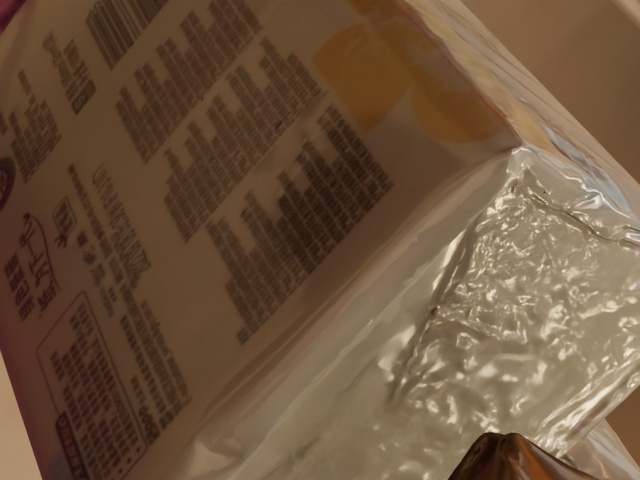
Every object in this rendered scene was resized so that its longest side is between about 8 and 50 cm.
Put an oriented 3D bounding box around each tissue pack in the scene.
[{"bbox_3d":[0.000,0.000,0.513,0.159,0.145,0.229,-49,-143,12],"label":"tissue pack"}]

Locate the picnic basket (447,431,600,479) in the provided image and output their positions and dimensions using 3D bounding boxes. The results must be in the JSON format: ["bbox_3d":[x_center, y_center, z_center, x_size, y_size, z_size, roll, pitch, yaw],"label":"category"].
[{"bbox_3d":[0.079,0.129,0.326,0.128,0.178,0.138,124,-12,-53],"label":"picnic basket"}]
